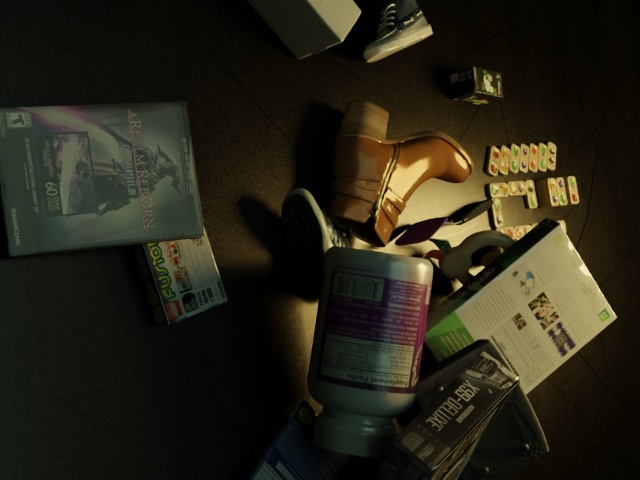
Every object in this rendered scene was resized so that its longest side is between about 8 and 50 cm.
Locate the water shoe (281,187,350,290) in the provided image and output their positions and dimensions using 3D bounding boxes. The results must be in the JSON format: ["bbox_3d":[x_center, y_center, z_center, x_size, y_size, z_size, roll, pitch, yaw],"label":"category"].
[{"bbox_3d":[0.000,0.000,1.669,0.203,0.073,0.080,67,30,-19],"label":"water shoe"}]

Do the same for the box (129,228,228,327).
[{"bbox_3d":[-0.215,0.009,1.486,0.114,0.036,0.207,-21,96,-42],"label":"box"}]

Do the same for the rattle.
[{"bbox_3d":[0.265,0.011,1.904,0.200,0.130,0.142,6,44,-7],"label":"rattle"}]

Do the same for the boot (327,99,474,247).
[{"bbox_3d":[0.137,-0.091,1.766,0.283,0.109,0.220,25,65,-34],"label":"boot"}]

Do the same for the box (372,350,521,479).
[{"bbox_3d":[0.168,0.343,1.606,0.076,0.307,0.242,38,47,19],"label":"box"}]

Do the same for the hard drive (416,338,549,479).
[{"bbox_3d":[0.277,0.303,1.805,0.172,0.054,0.254,-31,110,-1],"label":"hard drive"}]

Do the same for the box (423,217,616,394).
[{"bbox_3d":[0.351,0.147,1.855,0.322,0.058,0.232,-38,111,-9],"label":"box"}]

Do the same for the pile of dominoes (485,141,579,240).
[{"bbox_3d":[0.427,-0.103,2.077,0.251,0.040,0.195,-7,87,-43],"label":"pile of dominoes"}]

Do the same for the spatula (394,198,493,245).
[{"bbox_3d":[0.236,-0.037,1.880,0.296,0.084,0.030,-19,96,-50],"label":"spatula"}]

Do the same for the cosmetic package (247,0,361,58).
[{"bbox_3d":[-0.055,-0.410,1.651,0.231,0.117,0.085,46,57,-27],"label":"cosmetic package"}]

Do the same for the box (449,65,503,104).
[{"bbox_3d":[0.299,-0.296,1.981,0.083,0.062,0.052,5,78,-41],"label":"box"}]

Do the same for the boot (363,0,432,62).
[{"bbox_3d":[0.123,-0.380,1.846,0.190,0.069,0.086,-32,97,-49],"label":"boot"}]

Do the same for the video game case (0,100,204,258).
[{"bbox_3d":[-0.298,-0.087,1.399,0.274,0.026,0.196,-7,87,-29],"label":"video game case"}]

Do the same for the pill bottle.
[{"bbox_3d":[0.070,0.167,1.569,0.169,0.169,0.301,9,88,-40],"label":"pill bottle"}]

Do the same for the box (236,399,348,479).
[{"bbox_3d":[-0.052,0.367,1.565,0.136,0.036,0.225,53,52,-21],"label":"box"}]
